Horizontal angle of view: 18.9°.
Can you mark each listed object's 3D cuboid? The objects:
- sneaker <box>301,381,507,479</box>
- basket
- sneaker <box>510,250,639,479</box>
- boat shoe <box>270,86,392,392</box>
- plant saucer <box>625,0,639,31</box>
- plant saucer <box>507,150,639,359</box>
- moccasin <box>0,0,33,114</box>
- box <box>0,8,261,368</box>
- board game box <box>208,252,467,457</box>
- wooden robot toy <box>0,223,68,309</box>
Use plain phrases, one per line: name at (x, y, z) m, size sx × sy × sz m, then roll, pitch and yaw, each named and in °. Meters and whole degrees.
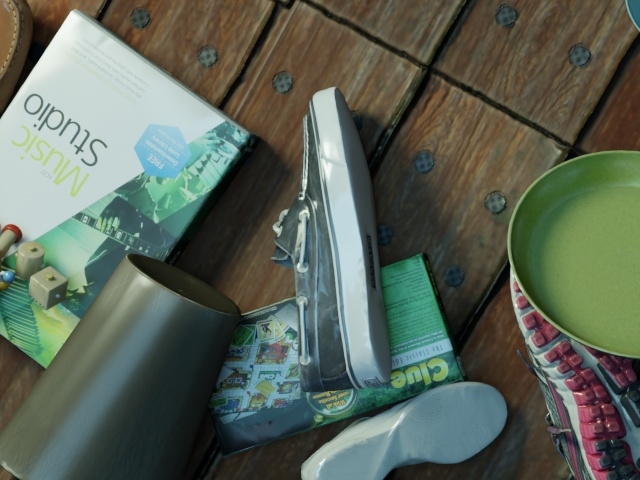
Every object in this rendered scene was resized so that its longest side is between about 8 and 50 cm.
sneaker at (0.076, 0.189, 1.890) m, size 0.212 × 0.094 × 0.080 m, roll -21°, pitch 101°, yaw -12°
basket at (-0.185, 0.140, 1.885) m, size 0.154 × 0.204 × 0.226 m, roll 37°, pitch 103°, yaw 53°
sneaker at (0.247, 0.135, 1.838) m, size 0.121 × 0.112 × 0.299 m, roll -11°, pitch 72°, yaw -20°
boat shoe at (0.000, 0.000, 1.880) m, size 0.102 × 0.108 × 0.301 m, roll -10°, pitch 79°, yaw 13°
plant saucer at (0.355, -0.240, 1.860) m, size 0.119 × 0.021 × 0.119 m, roll 0°, pitch 88°, yaw 12°
plant saucer at (0.294, 0.019, 1.807) m, size 0.241 × 0.037 × 0.241 m, roll 1°, pitch 53°, yaw -1°
moccasin at (-0.448, -0.126, 1.973) m, size 0.380 × 0.147 × 0.139 m, roll -37°, pitch 82°, yaw 10°
box at (-0.245, -0.040, 1.973) m, size 0.232 × 0.058 × 0.322 m, roll 35°, pitch 98°, yaw 11°
board game box at (0.004, 0.116, 1.930) m, size 0.260 × 0.030 × 0.136 m, roll -18°, pitch 83°, yaw 12°
wooden robot toy at (-0.331, 0.031, 1.943) m, size 0.173 × 0.076 × 0.079 m, roll 22°, pitch 129°, yaw 12°
